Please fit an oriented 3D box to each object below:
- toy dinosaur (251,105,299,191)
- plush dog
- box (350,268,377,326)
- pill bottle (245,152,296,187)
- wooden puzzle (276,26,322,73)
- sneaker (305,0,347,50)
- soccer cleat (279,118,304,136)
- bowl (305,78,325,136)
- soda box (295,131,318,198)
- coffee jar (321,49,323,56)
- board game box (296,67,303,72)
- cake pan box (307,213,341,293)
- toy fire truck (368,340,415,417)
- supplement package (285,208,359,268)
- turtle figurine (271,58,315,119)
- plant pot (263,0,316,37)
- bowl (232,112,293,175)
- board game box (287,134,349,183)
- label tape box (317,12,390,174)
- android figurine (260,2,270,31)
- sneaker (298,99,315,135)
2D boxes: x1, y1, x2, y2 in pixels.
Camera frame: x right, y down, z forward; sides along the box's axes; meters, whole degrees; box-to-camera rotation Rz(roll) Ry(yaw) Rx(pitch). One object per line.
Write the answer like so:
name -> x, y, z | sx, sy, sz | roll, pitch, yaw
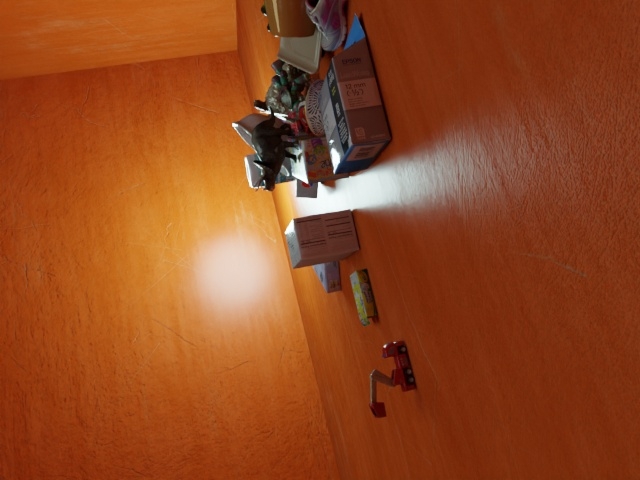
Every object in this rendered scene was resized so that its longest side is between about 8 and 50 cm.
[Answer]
toy dinosaur -> -0.163, -0.325, 1.961 | 0.121, 0.161, 0.313 | 120, 141, -70
plush dog -> -0.133, -0.595, 2.314 | 0.262, 0.211, 0.225 | -154, 81, -75
box -> 0.144, 0.191, 1.961 | 0.105, 0.043, 0.179 | 123, 137, -74
pill bottle -> -0.180, -0.316, 2.542 | 0.146, 0.264, 0.146 | 168, 90, -80
wooden puzzle -> -0.052, -0.668, 1.869 | 0.221, 0.044, 0.238 | 38, 127, 41
sneaker -> 0.010, -0.635, 1.637 | 0.252, 0.111, 0.103 | 93, 162, -52
soccer cleat -> -0.120, -0.466, 2.534 | 0.318, 0.109, 0.116 | -117, 29, -56
bowl -> 0.033, -0.395, 1.771 | 0.080, 0.170, 0.170 | 7, 115, 32
soda box -> -0.049, -0.287, 2.301 | 0.286, 0.091, 0.098 | 95, 177, -57
coffee jar -> -0.045, -0.689, 1.958 | 0.096, 0.079, 0.184 | -156, 56, -72
board game box -> -0.077, -0.739, 2.132 | 0.194, 0.060, 0.194 | 90, 166, -46
cake pan box -> 0.013, 0.044, 2.435 | 0.245, 0.070, 0.266 | -127, 28, -62
toy fire truck -> 0.189, 0.386, 1.662 | 0.047, 0.135, 0.191 | 117, 140, -73
supplement package -> 0.000, 0.000, 2.079 | 0.262, 0.204, 0.145 | 136, 123, -77
turtle figurine -> -0.097, -0.530, 2.125 | 0.234, 0.118, 0.175 | 56, 144, 20
plant pot -> -0.081, -0.692, 1.717 | 0.205, 0.205, 0.187 | -119, 26, -59
bowl -> -0.191, -0.400, 2.325 | 0.298, 0.134, 0.298 | 42, 175, 5
board game box -> -0.012, -0.286, 2.020 | 0.275, 0.145, 0.142 | -139, 40, -72
label tape box -> 0.069, -0.380, 1.588 | 0.249, 0.115, 0.347 | 129, 127, -76
android figurine -> -0.119, -0.825, 1.946 | 0.248, 0.056, 0.272 | 62, -134, -69
sneaker -> -0.026, -0.404, 1.982 | 0.279, 0.107, 0.118 | 169, 116, -80
